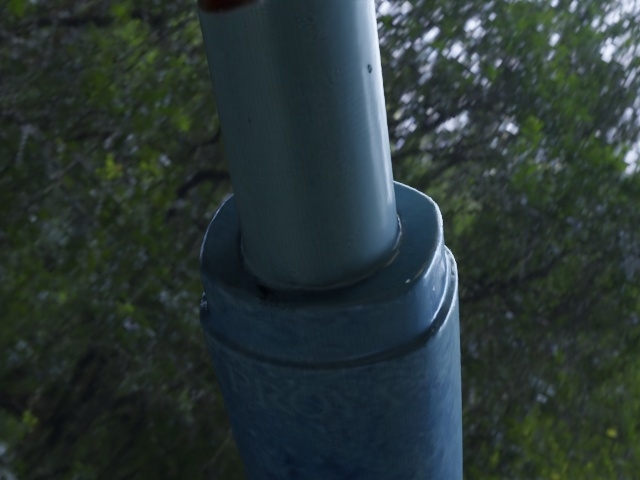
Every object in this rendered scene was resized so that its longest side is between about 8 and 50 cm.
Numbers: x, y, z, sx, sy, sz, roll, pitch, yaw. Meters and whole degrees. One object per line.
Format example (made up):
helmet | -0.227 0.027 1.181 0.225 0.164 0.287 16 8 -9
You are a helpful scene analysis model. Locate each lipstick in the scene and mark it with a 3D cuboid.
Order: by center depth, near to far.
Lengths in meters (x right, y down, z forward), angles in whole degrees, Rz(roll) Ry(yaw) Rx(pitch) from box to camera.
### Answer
lipstick | 0.000 0.000 0.385 0.068 0.061 0.274 4 -47 15
